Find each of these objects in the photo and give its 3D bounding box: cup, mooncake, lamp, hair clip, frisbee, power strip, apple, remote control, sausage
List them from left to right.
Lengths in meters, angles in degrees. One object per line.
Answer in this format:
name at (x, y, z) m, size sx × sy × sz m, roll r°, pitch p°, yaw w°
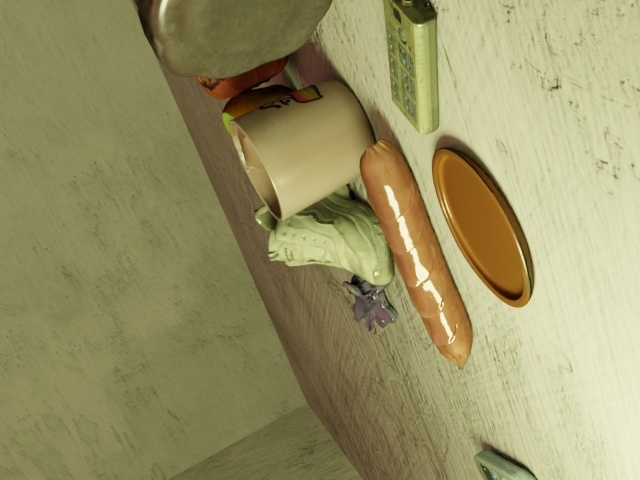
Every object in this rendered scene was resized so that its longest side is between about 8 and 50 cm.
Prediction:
mooncake at (-0.135, -0.380, 1.599) m, size 0.154 × 0.306 × 0.306 m, roll 56°, pitch 168°, yaw 35°
lamp at (-0.160, -0.362, 2.061) m, size 0.163 × 0.188 × 0.187 m, roll 64°, pitch 169°, yaw -4°
apple at (-0.107, -0.231, 2.170) m, size 0.146 × 0.163 × 0.147 m, roll -139°, pitch 36°, yaw -76°
cup at (-0.035, -0.170, 1.889) m, size 0.191 × 0.200 × 0.253 m, roll 67°, pitch 168°, yaw -22°
hair clip at (0.106, 0.120, 2.285) m, size 0.137 × 0.090 × 0.278 m, roll 46°, pitch 172°, yaw 17°
power strip at (0.119, -0.248, 1.422) m, size 0.092 × 0.034 × 0.268 m, roll 56°, pitch 168°, yaw 32°
sausage at (0.161, 0.027, 1.781) m, size 0.433 × 0.088 × 0.088 m, roll 67°, pitch 168°, yaw -20°
frisbee at (0.226, -0.019, 1.523) m, size 0.250 × 0.021 × 0.251 m, roll 58°, pitch 169°, yaw 18°
remote control at (0.348, 0.444, 2.010) m, size 0.087 × 0.047 × 0.244 m, roll 61°, pitch 169°, yaw -8°

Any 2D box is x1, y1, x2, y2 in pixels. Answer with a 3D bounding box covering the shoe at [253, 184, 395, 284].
shoe at (0.000, 0.000, 2.115) m, size 0.342 × 0.211 × 0.132 m, roll 52°, pitch 164°, yaw 44°
